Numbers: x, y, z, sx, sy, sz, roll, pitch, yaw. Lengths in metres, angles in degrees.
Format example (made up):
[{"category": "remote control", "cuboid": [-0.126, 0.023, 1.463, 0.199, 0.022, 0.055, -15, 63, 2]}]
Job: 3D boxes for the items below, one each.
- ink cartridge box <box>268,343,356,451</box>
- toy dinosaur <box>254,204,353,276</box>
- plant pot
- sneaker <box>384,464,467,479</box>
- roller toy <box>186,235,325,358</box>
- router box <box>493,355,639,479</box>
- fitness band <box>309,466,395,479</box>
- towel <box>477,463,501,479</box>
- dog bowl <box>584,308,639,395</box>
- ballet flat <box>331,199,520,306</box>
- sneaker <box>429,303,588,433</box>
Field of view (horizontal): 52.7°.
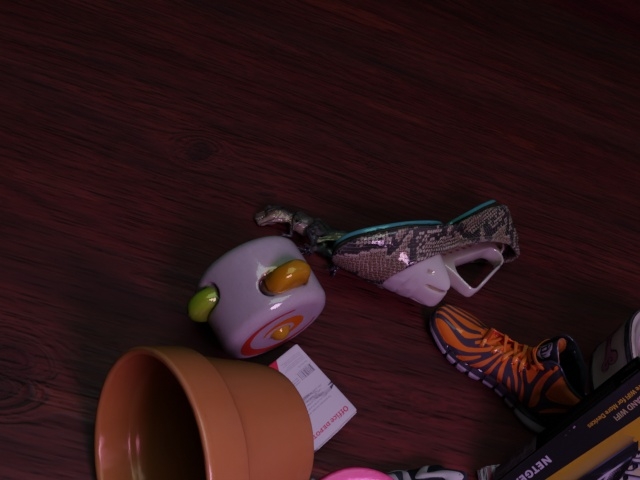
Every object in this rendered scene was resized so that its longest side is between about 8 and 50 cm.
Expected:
[{"category": "ink cartridge box", "cuboid": [-0.033, 0.264, 1.055, 0.150, 0.063, 0.109, 46, 50, 13]}, {"category": "toy dinosaur", "cuboid": [0.000, 0.000, 1.280, 0.268, 0.064, 0.118, 18, 42, -15]}, {"category": "plant pot", "cuboid": [-0.148, 0.279, 0.870, 0.203, 0.291, 0.291, 1, 52, -44]}, {"category": "sneaker", "cuboid": [0.212, 0.417, 0.987, 0.153, 0.094, 0.235, -9, 16, -40]}, {"category": "roller toy", "cuboid": [-0.093, 0.098, 1.068, 0.209, 0.191, 0.146, -36, 69, 7]}, {"category": "router box", "cuboid": [0.467, 0.374, 1.007, 0.243, 0.309, 0.081, 46, 18, 11]}, {"category": "fitness band", "cuboid": [0.022, 0.454, 0.886, 0.209, 0.054, 0.291, 38, 67, 3]}, {"category": "towel", "cuboid": [0.375, 0.448, 1.119, 0.197, 0.029, 0.144, -2, 56, -25]}, {"category": "dog bowl", "cuboid": [0.657, 0.337, 1.208, 0.407, 0.150, 0.408, 23, 45, -25]}, {"category": "ballet flat", "cuboid": [0.247, 0.034, 1.300, 0.482, 0.164, 0.182, -12, 70, -38]}, {"category": "sneaker", "cuboid": [0.365, 0.204, 1.203, 0.321, 0.180, 0.124, 39, 48, 8]}]
